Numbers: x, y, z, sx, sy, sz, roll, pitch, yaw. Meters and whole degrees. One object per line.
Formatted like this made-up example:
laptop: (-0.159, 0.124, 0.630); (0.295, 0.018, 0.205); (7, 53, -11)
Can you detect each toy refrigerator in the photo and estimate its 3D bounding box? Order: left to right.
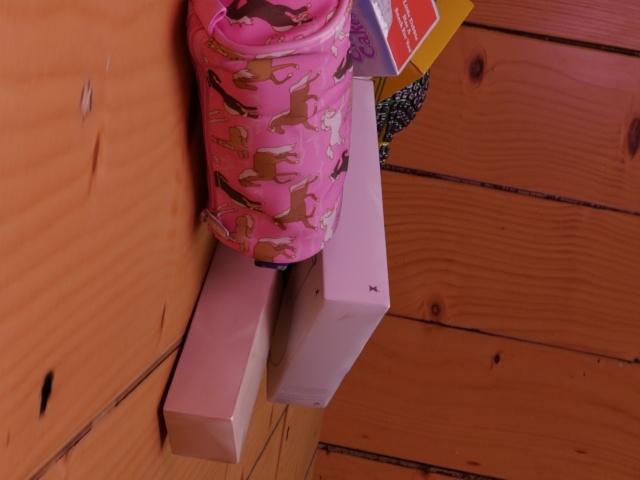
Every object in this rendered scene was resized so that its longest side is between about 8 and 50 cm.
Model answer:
toy refrigerator: (-0.120, 0.134, 1.441); (0.102, 0.094, 0.270); (89, 11, -49)

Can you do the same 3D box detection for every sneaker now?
sneaker: (0.084, -0.253, 2.218); (0.134, 0.146, 0.344); (17, 109, -50)

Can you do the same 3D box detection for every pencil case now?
pencil case: (-0.053, -0.133, 1.236); (0.167, 0.160, 0.386); (-58, 164, -32)

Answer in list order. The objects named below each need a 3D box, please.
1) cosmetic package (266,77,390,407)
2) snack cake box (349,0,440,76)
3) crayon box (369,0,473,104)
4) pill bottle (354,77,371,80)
cosmetic package: (0.000, 0.000, 1.600); (0.284, 0.097, 0.377); (120, -25, -50)
snack cake box: (0.069, -0.385, 1.648); (0.152, 0.089, 0.264); (-56, 136, -36)
crayon box: (0.127, -0.325, 1.944); (0.318, 0.081, 0.202); (-25, -157, 54)
pill bottle: (0.033, -0.329, 1.800); (0.136, 0.136, 0.246); (59, 42, -81)
